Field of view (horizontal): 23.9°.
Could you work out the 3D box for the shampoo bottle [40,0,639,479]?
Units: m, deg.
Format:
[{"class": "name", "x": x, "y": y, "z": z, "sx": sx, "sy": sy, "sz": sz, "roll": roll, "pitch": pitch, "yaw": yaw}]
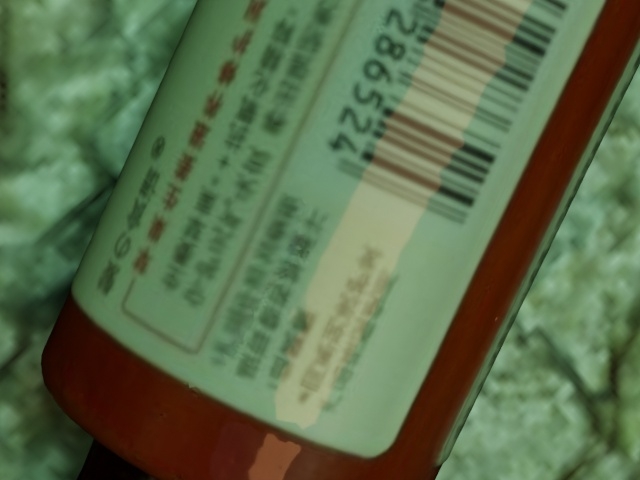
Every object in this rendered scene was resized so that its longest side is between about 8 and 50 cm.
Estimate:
[{"class": "shampoo bottle", "x": 0.000, "y": 0.000, "z": 0.374, "sx": 0.104, "sy": 0.104, "sz": 0.278, "roll": 22, "pitch": 97, "yaw": -24}]
